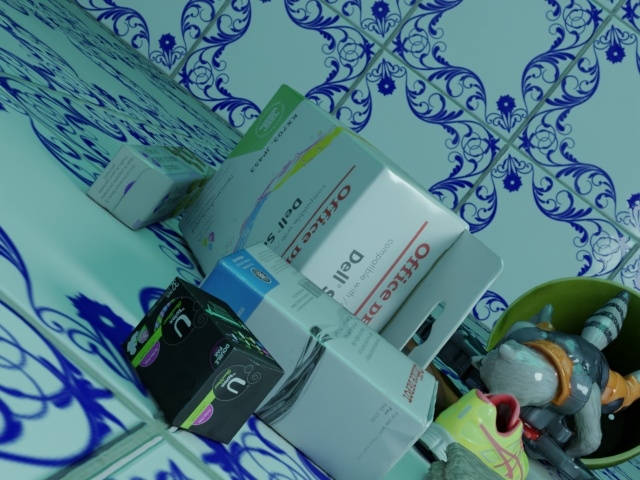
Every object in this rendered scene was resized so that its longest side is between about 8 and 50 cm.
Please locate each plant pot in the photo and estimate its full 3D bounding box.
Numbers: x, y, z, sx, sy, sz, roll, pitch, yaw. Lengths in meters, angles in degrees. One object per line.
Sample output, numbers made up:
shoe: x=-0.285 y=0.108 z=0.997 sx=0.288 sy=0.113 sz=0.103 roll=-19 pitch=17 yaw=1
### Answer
plant pot: x=0.403 y=0.239 z=1.453 sx=0.275 sy=0.275 sz=0.293 roll=41 pitch=-10 yaw=29

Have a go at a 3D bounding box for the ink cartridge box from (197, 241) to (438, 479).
ink cartridge box: x=-0.010 y=0.093 z=0.741 sx=0.191 sy=0.082 sz=0.139 roll=40 pitch=10 yaw=4

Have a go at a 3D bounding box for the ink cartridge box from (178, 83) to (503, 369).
ink cartridge box: x=0.000 y=0.000 z=0.923 sx=0.119 sy=0.207 sz=0.353 roll=33 pitch=8 yaw=-31

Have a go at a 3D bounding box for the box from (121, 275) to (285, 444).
box: x=-0.075 y=0.075 z=0.599 sx=0.052 sy=0.062 sz=0.083 roll=34 pitch=7 yaw=-46

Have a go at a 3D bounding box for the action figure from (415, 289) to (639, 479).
action figure: x=0.267 y=0.130 z=1.190 sx=0.341 sy=0.178 sz=0.330 roll=41 pitch=23 yaw=21

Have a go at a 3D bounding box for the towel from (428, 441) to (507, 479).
towel: x=0.162 y=0.244 z=0.741 sx=0.187 sy=0.049 sz=0.282 roll=38 pitch=1 yaw=10

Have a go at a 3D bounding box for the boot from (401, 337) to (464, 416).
boot: x=0.086 y=0.116 z=1.112 sx=0.264 sy=0.096 sz=0.280 roll=42 pitch=6 yaw=41

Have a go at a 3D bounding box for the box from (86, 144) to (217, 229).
box: x=-0.178 y=-0.066 z=1.077 sx=0.063 sy=0.067 sz=0.324 roll=38 pitch=5 yaw=-1

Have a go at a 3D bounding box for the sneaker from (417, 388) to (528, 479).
sneaker: x=0.183 y=0.206 z=0.995 sx=0.081 sy=0.094 sz=0.208 roll=40 pitch=4 yaw=32
